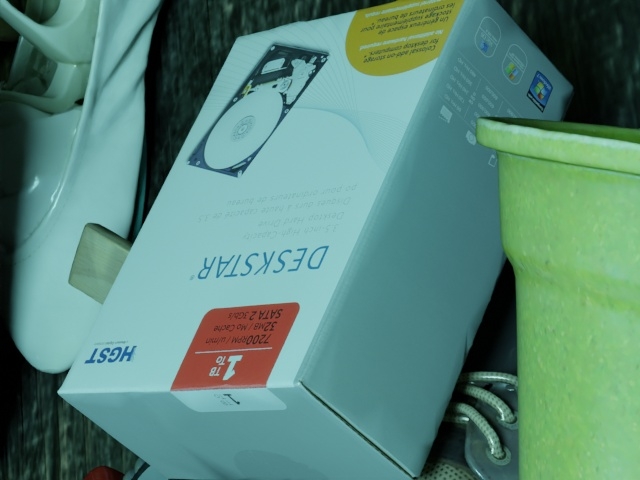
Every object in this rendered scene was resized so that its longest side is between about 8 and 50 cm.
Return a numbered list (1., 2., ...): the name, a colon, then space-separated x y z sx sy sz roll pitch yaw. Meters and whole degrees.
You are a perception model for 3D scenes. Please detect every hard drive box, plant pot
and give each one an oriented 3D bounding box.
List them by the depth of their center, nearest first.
1. plant pot: 0.185 0.091 0.802 0.276 0.276 0.254 12 98 48
2. hard drive box: 0.000 0.000 0.987 0.181 0.089 0.232 -7 50 45

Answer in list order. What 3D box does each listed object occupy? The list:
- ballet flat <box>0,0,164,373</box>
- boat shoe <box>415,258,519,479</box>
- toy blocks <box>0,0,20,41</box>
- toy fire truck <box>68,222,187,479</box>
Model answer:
1. ballet flat: -0.179 -0.116 1.329 0.139 0.139 0.400 7 83 48
2. boat shoe: 0.098 0.115 0.954 0.132 0.130 0.355 -17 65 43
3. toy blocks: -0.296 -0.151 1.522 0.148 0.054 0.123 -44 50 29
4. toy fire truck: -0.091 0.119 1.167 0.217 0.158 0.246 -52 26 15
